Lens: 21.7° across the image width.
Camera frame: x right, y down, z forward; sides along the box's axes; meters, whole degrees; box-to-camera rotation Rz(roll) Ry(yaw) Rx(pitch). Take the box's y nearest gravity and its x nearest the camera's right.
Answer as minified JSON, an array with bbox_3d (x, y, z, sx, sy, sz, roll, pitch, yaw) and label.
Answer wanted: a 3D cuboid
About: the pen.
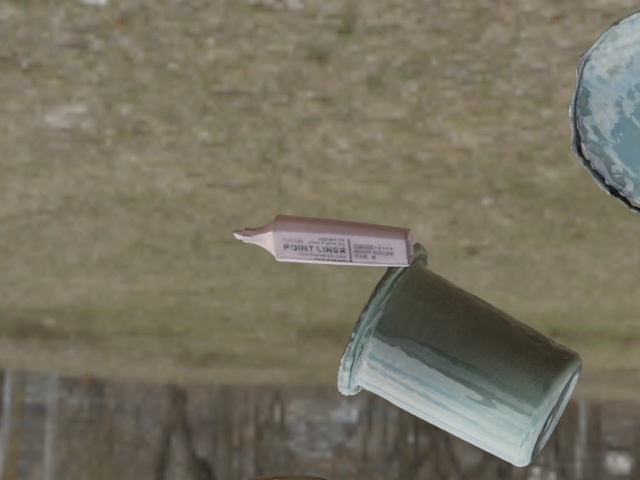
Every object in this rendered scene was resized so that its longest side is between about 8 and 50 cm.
[{"bbox_3d":[0.000,0.000,1.760,0.197,0.053,0.032,4,-145,19],"label":"pen"}]

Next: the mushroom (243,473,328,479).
[{"bbox_3d":[-0.054,0.370,1.818,0.233,0.208,0.302,-13,157,-14],"label":"mushroom"}]

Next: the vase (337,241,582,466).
[{"bbox_3d":[0.206,0.168,2.339,0.291,0.245,0.245,26,177,16],"label":"vase"}]

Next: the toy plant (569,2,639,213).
[{"bbox_3d":[0.398,-0.185,1.676,0.247,0.247,0.332,-5,-156,26],"label":"toy plant"}]
